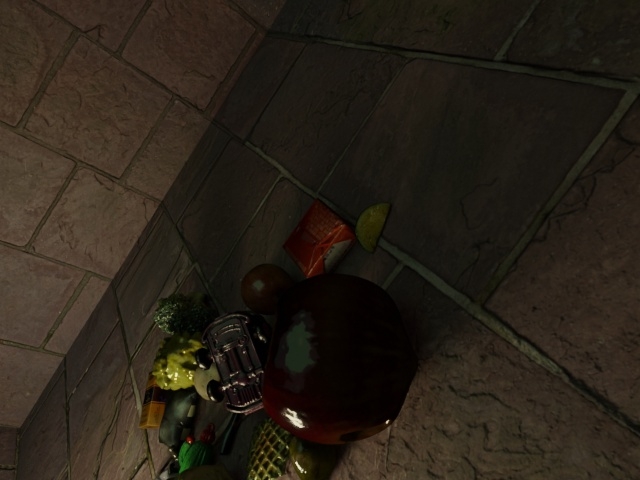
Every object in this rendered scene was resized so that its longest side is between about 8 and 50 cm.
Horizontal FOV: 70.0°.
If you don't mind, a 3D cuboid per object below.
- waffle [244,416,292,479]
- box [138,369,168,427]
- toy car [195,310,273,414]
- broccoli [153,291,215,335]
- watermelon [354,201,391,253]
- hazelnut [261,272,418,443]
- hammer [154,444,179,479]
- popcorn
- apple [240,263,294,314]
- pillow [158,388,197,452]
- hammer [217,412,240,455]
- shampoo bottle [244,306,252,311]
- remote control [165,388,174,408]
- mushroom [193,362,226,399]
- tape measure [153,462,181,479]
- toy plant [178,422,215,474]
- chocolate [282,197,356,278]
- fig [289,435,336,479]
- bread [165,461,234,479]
[{"bbox_3d":[-0.164,0.660,1.447,0.214,0.054,0.207,-31,43,36],"label":"waffle"},{"bbox_3d":[-0.710,0.678,1.968,0.152,0.070,0.237,-36,47,49],"label":"box"},{"bbox_3d":[-0.250,0.408,1.579,0.271,0.240,0.340,-25,74,9],"label":"toy car"},{"bbox_3d":[-0.600,0.309,2.062,0.245,0.288,0.247,-79,1,-45],"label":"broccoli"},{"bbox_3d":[0.166,-0.047,1.544,0.092,0.075,0.181,18,80,8],"label":"watermelon"},{"bbox_3d":[0.032,0.311,1.216,0.402,0.402,0.429,-25,48,37],"label":"hazelnut"},{"bbox_3d":[-0.604,0.882,1.778,0.058,0.029,0.292,48,126,18],"label":"hammer"},{"bbox_3d":[-0.541,0.483,1.873,0.250,0.235,0.241,-6,57,1],"label":"popcorn"},{"bbox_3d":[-0.191,0.181,1.679,0.174,0.188,0.188,14,78,49],"label":"apple"},{"bbox_3d":[-0.572,0.709,1.835,0.186,0.106,0.249,-6,66,50],"label":"pillow"},{"bbox_3d":[-0.297,0.623,1.637,0.137,0.037,0.289,0,67,51],"label":"hammer"},{"bbox_3d":[-0.246,0.220,1.835,0.165,0.040,0.080,-52,40,10],"label":"shampoo bottle"},{"bbox_3d":[-0.669,0.691,2.016,0.098,0.038,0.233,-45,40,25],"label":"remote control"},{"bbox_3d":[-0.396,0.524,1.737,0.166,0.127,0.166,-5,67,12],"label":"mushroom"},{"bbox_3d":[-0.575,0.945,1.676,0.196,0.105,0.178,-48,43,27],"label":"tape measure"},{"bbox_3d":[-0.450,0.787,1.653,0.155,0.088,0.240,-11,69,29],"label":"toy plant"},{"bbox_3d":[0.000,0.000,1.644,0.234,0.108,0.237,-54,39,7],"label":"chocolate"},{"bbox_3d":[-0.032,0.616,1.275,0.127,0.133,0.184,36,115,45],"label":"fig"},{"bbox_3d":[-0.401,0.839,1.462,0.238,0.196,0.252,48,118,11],"label":"bread"}]
